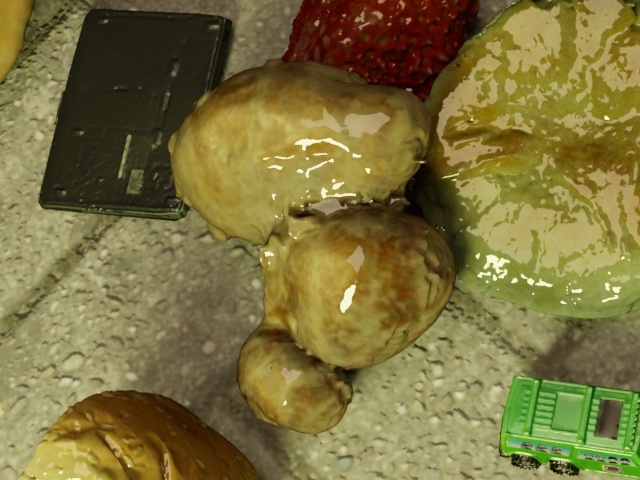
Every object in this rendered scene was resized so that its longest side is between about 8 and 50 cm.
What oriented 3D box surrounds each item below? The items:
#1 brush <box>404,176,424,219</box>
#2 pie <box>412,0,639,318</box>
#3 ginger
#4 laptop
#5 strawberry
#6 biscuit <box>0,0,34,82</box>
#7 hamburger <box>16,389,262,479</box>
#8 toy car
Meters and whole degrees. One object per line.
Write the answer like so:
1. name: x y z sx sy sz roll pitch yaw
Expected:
1. brush: 0.217 -0.085 1.587 0.336 0.020 0.085 -20 64 5
2. pie: 0.220 -0.074 1.534 0.306 0.071 0.306 -1 78 7
3. ginger: 0.000 0.000 1.515 0.244 0.155 0.304 -20 75 24
4. laptop: -0.174 -0.120 1.701 0.154 0.026 0.207 6 69 16
5. strawberry: 0.038 -0.186 1.630 0.175 0.107 0.236 17 72 21
6. biscuit: -0.463 -0.299 1.732 0.429 0.104 0.446 10 92 10
7. hamburger: -0.132 0.189 1.451 0.155 0.208 0.135 24 78 28
8. toy car: 0.222 0.149 1.457 0.165 0.062 0.071 7 68 17
